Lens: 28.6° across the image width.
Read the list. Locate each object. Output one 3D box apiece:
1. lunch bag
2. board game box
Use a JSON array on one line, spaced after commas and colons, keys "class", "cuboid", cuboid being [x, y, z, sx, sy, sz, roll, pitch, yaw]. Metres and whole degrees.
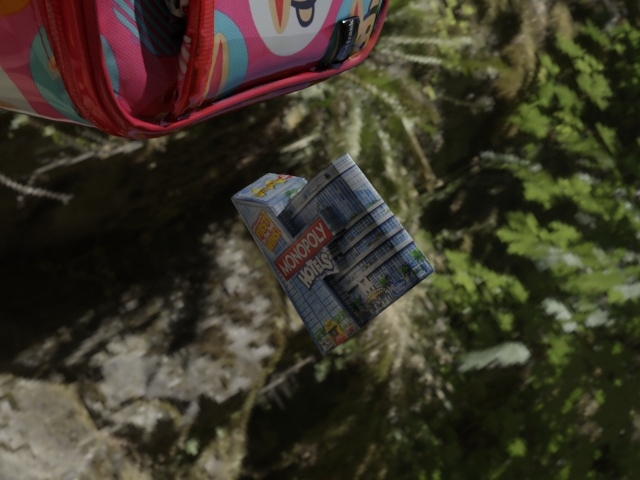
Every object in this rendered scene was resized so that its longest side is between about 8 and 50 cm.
[{"class": "lunch bag", "cuboid": [-0.070, -0.190, 0.458, 0.120, 0.258, 0.293, 11, -68, 31]}, {"class": "board game box", "cuboid": [0.000, 0.000, 1.287, 0.194, 0.060, 0.194, 52, -31, 5]}]
